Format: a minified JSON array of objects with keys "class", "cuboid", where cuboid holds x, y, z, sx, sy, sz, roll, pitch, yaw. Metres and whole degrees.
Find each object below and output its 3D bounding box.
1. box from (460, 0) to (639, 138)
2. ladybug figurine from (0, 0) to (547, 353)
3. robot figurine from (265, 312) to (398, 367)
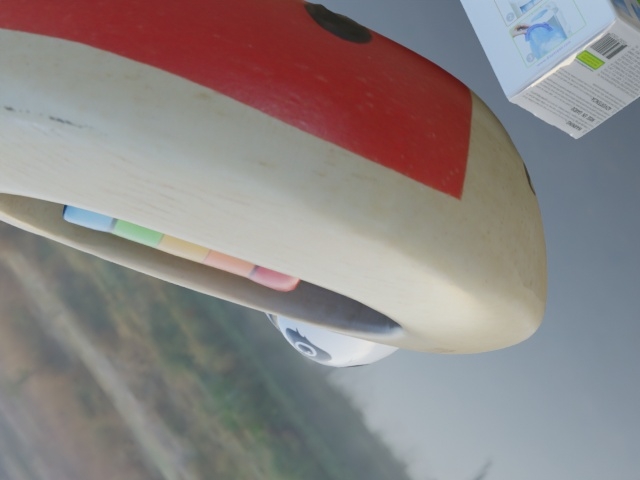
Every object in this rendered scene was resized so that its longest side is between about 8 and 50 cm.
[{"class":"box","cuboid":[0.174,-0.199,1.228,0.114,0.103,0.203,20,-139,-50]},{"class":"ladybug figurine","cuboid":[-0.064,-0.062,0.953,0.449,0.162,0.305,19,170,-14]},{"class":"robot figurine","cuboid":[-0.003,0.002,1.544,0.278,0.209,0.174,52,158,43]}]
